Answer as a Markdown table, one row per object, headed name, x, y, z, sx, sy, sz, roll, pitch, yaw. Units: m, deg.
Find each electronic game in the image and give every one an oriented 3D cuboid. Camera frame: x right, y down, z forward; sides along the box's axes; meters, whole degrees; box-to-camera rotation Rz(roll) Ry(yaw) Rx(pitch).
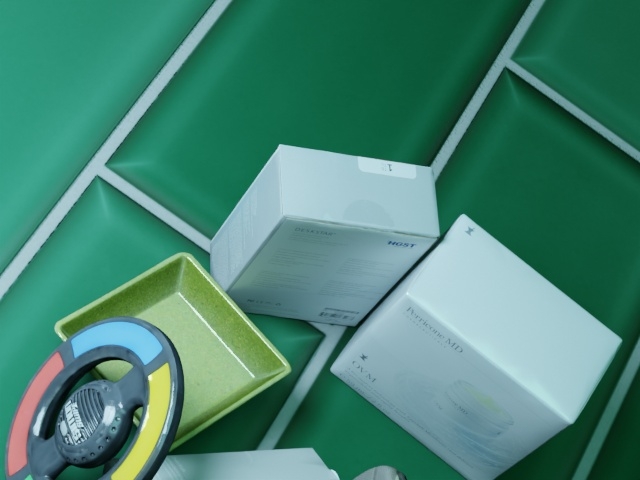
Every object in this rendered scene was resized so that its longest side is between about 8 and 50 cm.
| name | x | y | z | sx | sy | sz | roll | pitch | yaw |
| --- | --- | --- | --- | --- | --- | --- | --- | --- | --- |
| electronic game | -0.226 | 0.181 | 1.748 | 0.048 | 0.229 | 0.229 | 37 | 47 | -43 |

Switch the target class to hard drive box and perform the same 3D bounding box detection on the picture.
| name | x | y | z | sx | sy | sz | roll | pitch | yaw |
| --- | --- | --- | --- | --- | --- | --- | --- | --- | --- |
| hard drive box | 0.000 | 0.000 | 1.929 | 0.181 | 0.232 | 0.089 | 8 | 61 | -21 |

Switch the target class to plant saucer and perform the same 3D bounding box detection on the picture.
| name | x | y | z | sx | sy | sz | roll | pitch | yaw |
| --- | --- | --- | --- | --- | --- | --- | --- | --- | --- |
| plant saucer | -0.160 | 0.126 | 1.888 | 0.188 | 0.045 | 0.188 | -31 | 69 | -34 |

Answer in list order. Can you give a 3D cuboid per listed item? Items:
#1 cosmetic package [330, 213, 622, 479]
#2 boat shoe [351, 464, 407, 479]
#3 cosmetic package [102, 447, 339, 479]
| name | x | y | z | sx | sy | sz | roll | pitch | yaw |
| --- | --- | --- | --- | --- | --- | --- | --- | --- | --- |
| cosmetic package | 0.167 | 0.127 | 1.940 | 0.224 | 0.224 | 0.138 | 38 | 55 | -1 |
| boat shoe | 0.065 | 0.409 | 1.822 | 0.130 | 0.132 | 0.355 | 33 | 48 | -36 |
| cosmetic package | -0.097 | 0.284 | 1.784 | 0.238 | 0.107 | 0.127 | 3 | 22 | -24 |
